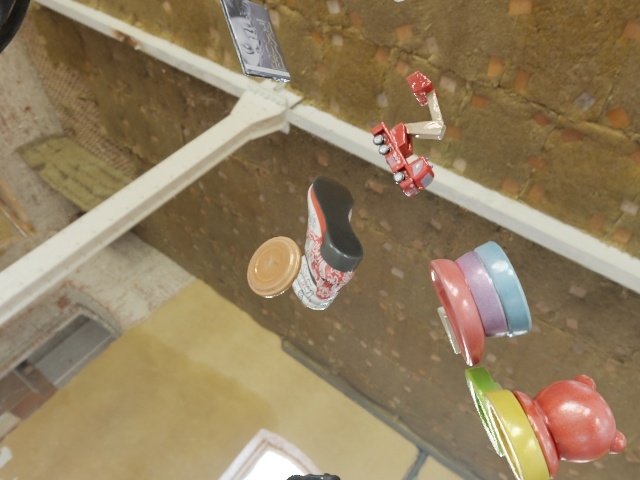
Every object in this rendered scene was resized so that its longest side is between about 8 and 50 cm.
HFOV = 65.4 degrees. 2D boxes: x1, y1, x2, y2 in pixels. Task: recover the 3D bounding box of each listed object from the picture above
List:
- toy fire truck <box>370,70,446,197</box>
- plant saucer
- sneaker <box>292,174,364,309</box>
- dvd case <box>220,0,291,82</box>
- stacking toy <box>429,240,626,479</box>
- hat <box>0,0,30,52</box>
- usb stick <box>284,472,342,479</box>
[{"bbox_3d":[0.162,-0.181,0.850,0.047,0.135,0.192,33,29,-56],"label":"toy fire truck"},{"bbox_3d":[-0.062,0.032,0.647,0.083,0.084,0.013,16,-15,39],"label":"plant saucer"},{"bbox_3d":[-0.001,0.000,0.892,0.090,0.270,0.145,19,-58,-19],"label":"sneaker"},{"bbox_3d":[-0.167,-0.524,1.297,0.018,0.164,0.222,-22,-97,39],"label":"dvd case"},{"bbox_3d":[0.270,0.162,0.703,0.279,0.130,0.309,55,16,-68],"label":"stacking toy"},{"bbox_3d":[-0.424,-0.304,0.583,0.133,0.332,0.331,27,-24,-25],"label":"hat"},{"bbox_3d":[-0.014,0.369,0.465,0.077,0.278,0.045,-9,-29,24],"label":"usb stick"}]
